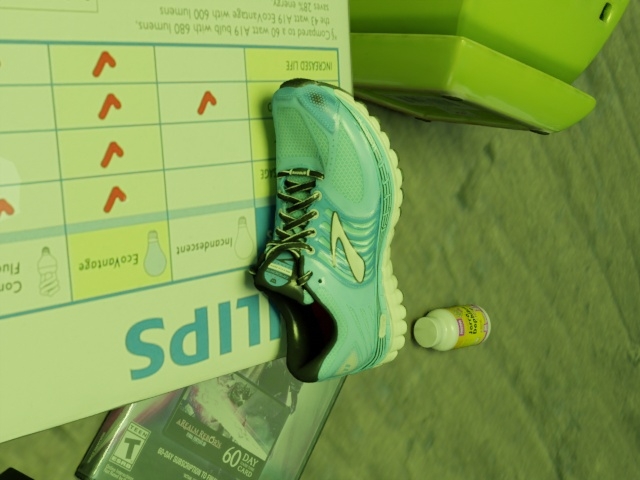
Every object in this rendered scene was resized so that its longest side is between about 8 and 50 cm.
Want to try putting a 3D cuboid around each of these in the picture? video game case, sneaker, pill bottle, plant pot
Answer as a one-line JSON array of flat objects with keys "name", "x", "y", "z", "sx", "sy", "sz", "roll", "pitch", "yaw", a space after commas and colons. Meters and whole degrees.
[{"name": "video game case", "x": -0.057, "y": 0.107, "z": 0.732, "sx": 0.196, "sy": 0.026, "sz": 0.274, "roll": 43, "pitch": 66, "yaw": -38}, {"name": "sneaker", "x": 0.000, "y": 0.000, "z": 0.442, "sx": 0.073, "sy": 0.063, "sz": 0.162, "roll": -23, "pitch": 110, "yaw": -40}, {"name": "pill bottle", "x": 0.134, "y": 0.090, "z": 0.900, "sx": 0.083, "sy": 0.043, "sz": 0.043, "roll": -3, "pitch": 96, "yaw": -44}, {"name": "plant pot", "x": 0.115, "y": -0.211, "z": 0.739, "sx": 0.227, "sy": 0.228, "sz": 0.207, "roll": 9, "pitch": 95, "yaw": -44}]

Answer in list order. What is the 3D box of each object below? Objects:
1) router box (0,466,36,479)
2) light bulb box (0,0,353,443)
[{"name": "router box", "x": -0.217, "y": 0.216, "z": 0.511, "sx": 0.179, "sy": 0.133, "sz": 0.046, "roll": -35, "pitch": 116, "yaw": -36}, {"name": "light bulb box", "x": -0.178, "y": -0.103, "z": 0.457, "sx": 0.358, "sy": 0.225, "sz": 0.361, "roll": -11, "pitch": 102, "yaw": -44}]
